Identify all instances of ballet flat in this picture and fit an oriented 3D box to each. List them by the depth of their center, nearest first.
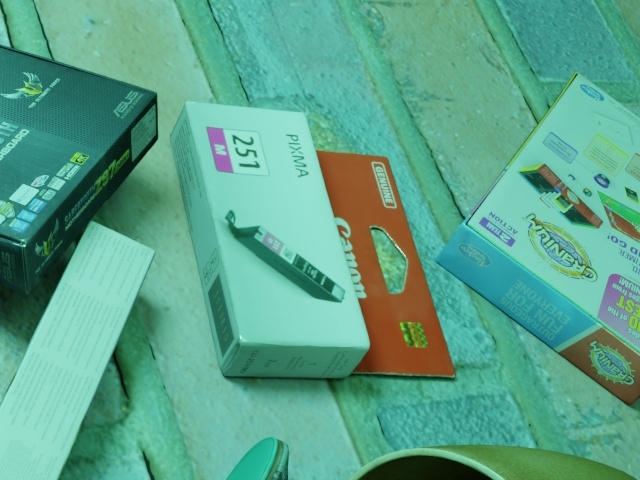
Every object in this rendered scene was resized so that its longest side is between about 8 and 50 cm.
[{"bbox_3d":[-0.064,0.236,1.253,0.070,0.070,0.188,35,47,2],"label":"ballet flat"}]

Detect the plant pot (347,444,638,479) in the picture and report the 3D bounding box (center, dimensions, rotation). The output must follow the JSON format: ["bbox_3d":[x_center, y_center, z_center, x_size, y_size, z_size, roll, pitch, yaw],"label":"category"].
[{"bbox_3d":[0.165,0.261,1.258,0.254,0.237,0.237,-5,55,-51],"label":"plant pot"}]

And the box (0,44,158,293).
[{"bbox_3d":[-0.269,-0.070,1.351,0.183,0.059,0.232,18,42,16],"label":"box"}]

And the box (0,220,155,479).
[{"bbox_3d":[-0.213,0.122,1.256,0.067,0.063,0.324,25,45,-9],"label":"box"}]

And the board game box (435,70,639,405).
[{"bbox_3d":[0.289,-0.012,1.643,0.242,0.064,0.316,37,45,4],"label":"board game box"}]

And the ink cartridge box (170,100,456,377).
[{"bbox_3d":[0.000,0.000,1.480,0.239,0.060,0.275,3,52,-25],"label":"ink cartridge box"}]
